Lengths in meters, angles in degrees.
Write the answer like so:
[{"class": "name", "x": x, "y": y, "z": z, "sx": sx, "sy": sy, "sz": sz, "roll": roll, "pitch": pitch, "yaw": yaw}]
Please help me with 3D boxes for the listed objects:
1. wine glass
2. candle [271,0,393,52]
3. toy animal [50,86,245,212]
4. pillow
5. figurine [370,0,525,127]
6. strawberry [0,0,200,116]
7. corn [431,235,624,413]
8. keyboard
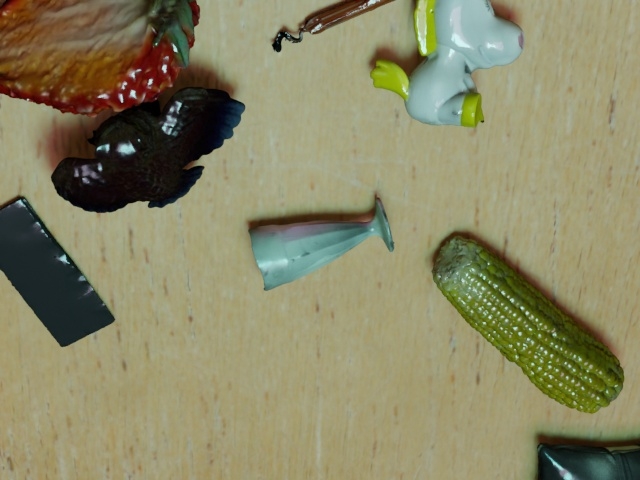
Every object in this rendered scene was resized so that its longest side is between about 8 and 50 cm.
[{"class": "wine glass", "x": 0.000, "y": 0.000, "z": 1.671, "sx": 0.155, "sy": 0.073, "sz": 0.073, "roll": -18, "pitch": 124, "yaw": -4}, {"class": "candle", "x": 0.025, "y": -0.238, "z": 1.548, "sx": 0.167, "sy": 0.021, "sz": 0.026, "roll": -23, "pitch": 153, "yaw": 3}, {"class": "toy animal", "x": -0.176, "y": -0.082, "z": 1.518, "sx": 0.218, "sy": 0.179, "sz": 0.116, "roll": -26, "pitch": 99, "yaw": 6}, {"class": "pillow", "x": 0.391, "y": 0.339, "z": 1.946, "sx": 0.249, "sy": 0.106, "sz": 0.186, "roll": -3, "pitch": 115, "yaw": -12}, {"class": "figurine", "x": 0.143, "y": -0.204, "z": 1.558, "sx": 0.129, "sy": 0.109, "sz": 0.178, "roll": 26, "pitch": 104, "yaw": -14}, {"class": "strawberry", "x": -0.221, "y": -0.189, "z": 1.466, "sx": 0.236, "sy": 0.190, "sz": 0.111, "roll": -9, "pitch": 155, "yaw": 24}, {"class": "corn", "x": 0.253, "y": 0.108, "z": 1.780, "sx": 0.097, "sy": 0.097, "sz": 0.320, "roll": -41, "pitch": 119, "yaw": 16}, {"class": "keyboard", "x": -0.309, "y": 0.038, "z": 1.666, "sx": 0.074, "sy": 0.015, "sz": 0.196, "roll": -25, "pitch": 124, "yaw": 10}]
